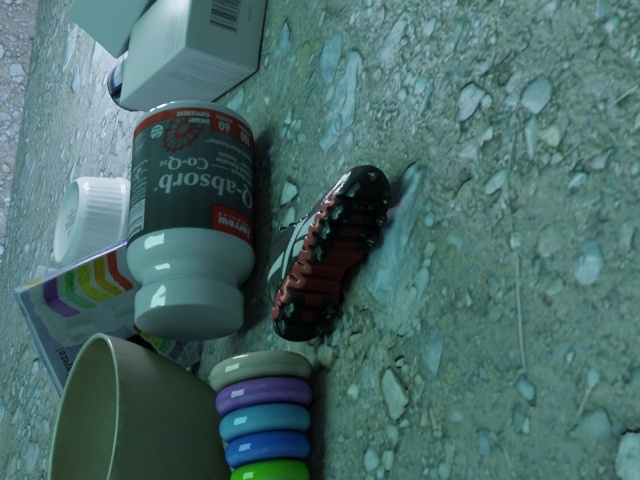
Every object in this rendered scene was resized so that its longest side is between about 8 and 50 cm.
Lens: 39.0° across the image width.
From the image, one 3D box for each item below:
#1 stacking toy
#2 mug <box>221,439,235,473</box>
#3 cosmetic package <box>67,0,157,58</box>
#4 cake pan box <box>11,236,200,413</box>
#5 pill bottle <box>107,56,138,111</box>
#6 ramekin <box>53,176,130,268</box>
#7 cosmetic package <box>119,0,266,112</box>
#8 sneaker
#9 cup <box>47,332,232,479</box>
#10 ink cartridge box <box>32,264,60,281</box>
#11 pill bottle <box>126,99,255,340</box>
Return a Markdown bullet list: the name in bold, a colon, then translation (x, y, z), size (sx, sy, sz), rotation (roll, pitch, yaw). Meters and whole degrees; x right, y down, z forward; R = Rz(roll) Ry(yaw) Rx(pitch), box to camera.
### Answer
- **stacking toy**: translation (-0.061, 0.318, 1.180), size (0.141, 0.141, 0.330), rotation (-39, 53, 49)
- **mug**: translation (-0.106, 0.321, 1.333), size (0.062, 0.078, 0.064), rotation (-23, 63, 18)
- **cosmetic package**: translation (-0.362, -0.631, 1.973), size (0.453, 0.161, 0.230), rotation (-42, 8, 47)
- **cake pan box**: translation (-0.365, 0.153, 1.566), size (0.070, 0.245, 0.267), rotation (10, 121, 63)
- **pill bottle**: translation (-0.402, -0.375, 2.076), size (0.219, 0.122, 0.123), rotation (-8, 71, 59)
- **ramekin**: translation (-0.565, -0.033, 2.224), size (0.273, 0.127, 0.273), rotation (-32, 52, 53)
- **cosmetic package**: translation (-0.261, -0.386, 1.790), size (0.365, 0.155, 0.197), rotation (-16, 64, 59)
- **sneaker**: translation (-0.001, 0.000, 1.215), size (0.276, 0.097, 0.135), rotation (-62, 34, 28)
- **cup**: translation (-0.261, 0.324, 1.407), size (0.331, 0.237, 0.331), rotation (-33, 51, 53)
- **ink cartridge box**: translation (-0.471, 0.128, 1.856), size (0.278, 0.201, 0.117), rotation (2, 79, 62)
- **pill bottle**: translation (-0.212, -0.031, 1.497), size (0.210, 0.210, 0.363), rotation (-38, 47, 49)
